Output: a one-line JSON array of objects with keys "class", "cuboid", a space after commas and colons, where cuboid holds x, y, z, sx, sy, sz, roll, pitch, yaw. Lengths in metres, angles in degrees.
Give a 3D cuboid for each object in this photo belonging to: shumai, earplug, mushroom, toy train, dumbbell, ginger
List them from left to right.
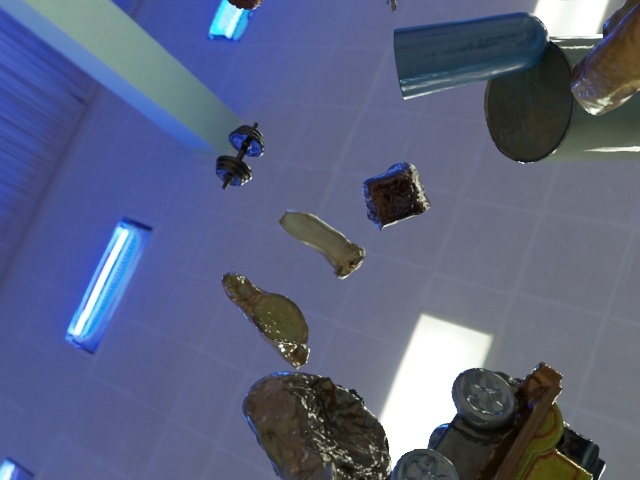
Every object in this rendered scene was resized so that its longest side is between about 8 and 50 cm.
[{"class": "dumbbell", "cuboid": [-0.200, -0.213, 1.613, 0.099, 0.099, 0.209, 6, -120, 30]}, {"class": "ginger", "cuboid": [-0.027, 0.053, 0.416, 0.030, 0.097, 0.048, -44, -143, -12]}, {"class": "shumai", "cuboid": [-0.011, 0.418, 1.116, 0.217, 0.346, 0.283, -28, -154, 22]}, {"class": "mushroom", "cuboid": [0.000, 0.000, 1.363, 0.084, 0.209, 0.071, -48, -159, 13]}, {"class": "earplug", "cuboid": [0.280, -0.351, 1.193, 0.272, 0.132, 0.133, -6, -113, 16]}, {"class": "toy train", "cuboid": [0.111, 0.168, 0.408, 0.127, 0.089, 0.219, 33, -132, 20]}]

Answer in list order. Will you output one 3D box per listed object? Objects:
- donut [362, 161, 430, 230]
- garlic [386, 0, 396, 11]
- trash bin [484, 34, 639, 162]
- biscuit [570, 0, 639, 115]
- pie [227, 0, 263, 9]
[{"class": "donut", "cuboid": [0.182, -0.106, 1.484, 0.186, 0.126, 0.144, -23, -166, -17]}, {"class": "garlic", "cuboid": [0.154, -0.283, 0.483, 0.256, 0.207, 0.207, -34, -129, -27]}, {"class": "trash bin", "cuboid": [0.587, -0.296, 1.350, 0.280, 0.431, 0.281, 24, -63, 59]}, {"class": "biscuit", "cuboid": [0.406, -0.267, 0.754, 0.091, 0.213, 0.274, 47, -63, 3]}, {"class": "pie", "cuboid": [-0.158, -0.527, 1.250, 0.153, 0.154, 0.038, 24, -134, 34]}]
